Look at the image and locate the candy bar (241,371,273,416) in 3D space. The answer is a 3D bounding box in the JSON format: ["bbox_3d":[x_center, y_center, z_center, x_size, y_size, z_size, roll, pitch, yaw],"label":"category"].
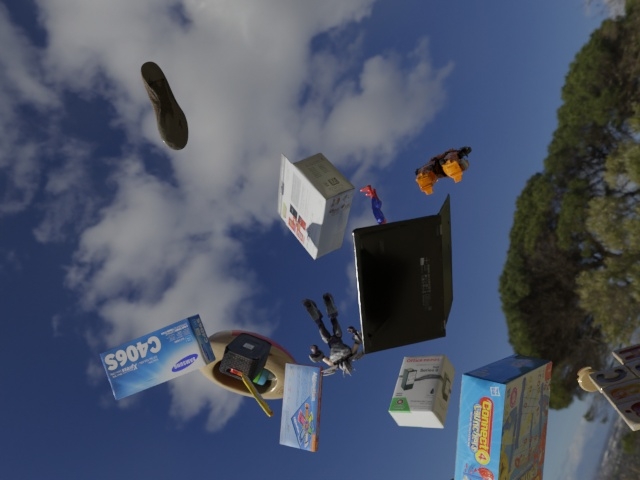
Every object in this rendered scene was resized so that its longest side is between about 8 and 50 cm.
[{"bbox_3d":[-0.194,0.469,1.536,0.018,0.161,0.040,-36,-1,-4],"label":"candy bar"}]

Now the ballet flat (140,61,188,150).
[{"bbox_3d":[-0.433,-0.370,1.399,0.084,0.058,0.250,-23,-83,-14],"label":"ballet flat"}]

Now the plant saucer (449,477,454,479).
[{"bbox_3d":[0.462,0.897,1.464,0.100,0.400,0.400,170,123,-78],"label":"plant saucer"}]

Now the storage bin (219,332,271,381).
[{"bbox_3d":[-0.253,0.394,1.719,0.180,0.122,0.084,-32,-39,-78],"label":"storage bin"}]

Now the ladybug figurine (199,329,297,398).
[{"bbox_3d":[-0.275,0.490,2.033,0.305,0.449,0.162,-56,15,34],"label":"ladybug figurine"}]

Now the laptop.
[{"bbox_3d":[0.275,0.090,1.550,0.408,0.236,0.382,-10,-73,-12],"label":"laptop"}]

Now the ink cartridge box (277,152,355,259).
[{"bbox_3d":[-0.028,-0.140,1.796,0.130,0.272,0.309,-24,-33,-27],"label":"ink cartridge box"}]

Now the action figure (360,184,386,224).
[{"bbox_3d":[0.211,-0.067,2.020,0.139,0.280,0.091,-33,-26,20],"label":"action figure"}]

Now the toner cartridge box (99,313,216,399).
[{"bbox_3d":[-0.531,0.380,1.644,0.165,0.348,0.075,67,-169,4],"label":"toner cartridge box"}]

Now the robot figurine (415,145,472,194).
[{"bbox_3d":[0.420,-0.245,1.731,0.085,0.211,0.291,63,-155,-9],"label":"robot figurine"}]

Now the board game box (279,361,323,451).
[{"bbox_3d":[-0.067,0.577,1.765,0.027,0.145,0.281,17,-105,-59],"label":"board game box"}]

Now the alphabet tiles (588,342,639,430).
[{"bbox_3d":[0.570,0.169,0.690,0.285,0.342,0.011,-36,-76,-76],"label":"alphabet tiles"}]

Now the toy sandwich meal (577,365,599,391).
[{"bbox_3d":[0.882,0.453,1.649,0.029,0.085,0.085,-43,-36,-73],"label":"toy sandwich meal"}]

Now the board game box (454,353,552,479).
[{"bbox_3d":[0.386,0.412,1.051,0.308,0.086,0.302,3,-89,-50],"label":"board game box"}]

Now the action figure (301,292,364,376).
[{"bbox_3d":[0.038,0.313,1.639,0.185,0.285,0.099,-23,-32,-4],"label":"action figure"}]

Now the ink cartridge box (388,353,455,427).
[{"bbox_3d":[0.439,0.642,2.168,0.121,0.211,0.289,55,-139,-27],"label":"ink cartridge box"}]
